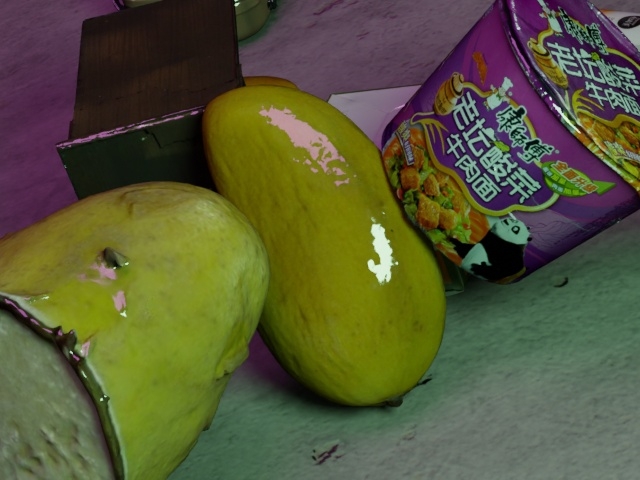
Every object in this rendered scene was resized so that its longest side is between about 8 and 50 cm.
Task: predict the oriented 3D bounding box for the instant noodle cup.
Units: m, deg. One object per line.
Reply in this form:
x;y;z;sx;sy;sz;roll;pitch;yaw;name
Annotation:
0.188;-0.089;1.446;0.190;0.251;0.251;-41;22;31;instant noodle cup

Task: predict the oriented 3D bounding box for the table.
-0.147;-0.097;1.738;0.196;0.250;0.282;-16;35;6;table

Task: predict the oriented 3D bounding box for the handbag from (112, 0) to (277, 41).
-0.187;-0.399;2.280;0.283;0.149;0.302;-6;38;21;handbag

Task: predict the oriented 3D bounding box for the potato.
-0.204;0.121;1.438;0.290;0.397;0.296;40;44;10;potato

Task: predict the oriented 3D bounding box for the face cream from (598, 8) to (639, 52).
0.334;-0.226;1.851;0.269;0.073;0.107;12;37;39;face cream

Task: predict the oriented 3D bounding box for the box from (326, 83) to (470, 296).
0.078;-0.051;1.655;0.177;0.148;0.195;-5;36;27;box

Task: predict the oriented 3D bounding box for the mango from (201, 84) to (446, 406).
0.007;0.000;1.490;0.195;0.331;0.142;-20;-1;32;mango

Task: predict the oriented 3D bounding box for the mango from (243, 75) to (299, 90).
-0.109;-0.154;1.943;0.178;0.090;0.115;-11;11;-1;mango
